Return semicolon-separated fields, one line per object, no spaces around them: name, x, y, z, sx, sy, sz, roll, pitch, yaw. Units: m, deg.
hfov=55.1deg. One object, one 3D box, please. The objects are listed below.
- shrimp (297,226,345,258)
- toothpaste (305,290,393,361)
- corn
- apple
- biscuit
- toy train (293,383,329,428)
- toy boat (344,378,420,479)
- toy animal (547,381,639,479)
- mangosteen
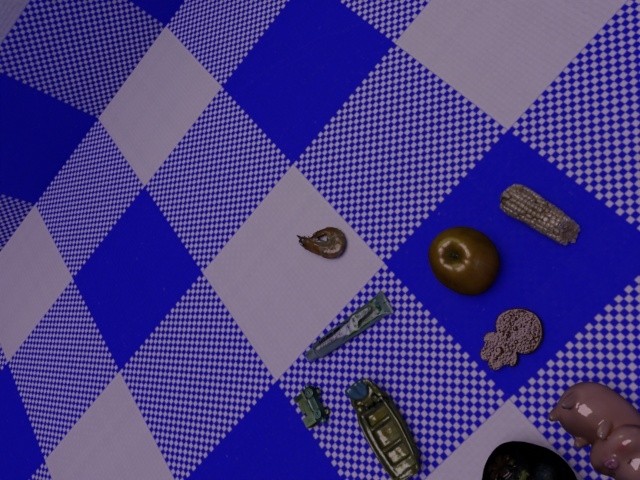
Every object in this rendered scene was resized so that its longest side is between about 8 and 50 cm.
shrimp;0.000;0.000;1.887;0.180;0.041;0.099;12;83;35
toothpaste;0.077;0.257;1.769;0.297;0.048;0.075;-38;60;15
corn;0.544;-0.066;1.533;0.211;0.087;0.087;41;100;34
apple;0.365;0.049;1.573;0.182;0.155;0.182;-10;70;28
biscuit;0.474;0.245;1.529;0.175;0.026;0.124;-48;56;13
toy train;-0.025;0.479;1.772;0.081;0.050;0.122;-42;60;25
toy boat;0.170;0.497;1.624;0.111;0.084;0.276;-40;63;15
toy animal;0.624;0.417;1.314;0.154;0.166;0.250;-26;62;-25
mangosteen;0.471;0.566;1.345;0.243;0.243;0.243;-9;72;30
